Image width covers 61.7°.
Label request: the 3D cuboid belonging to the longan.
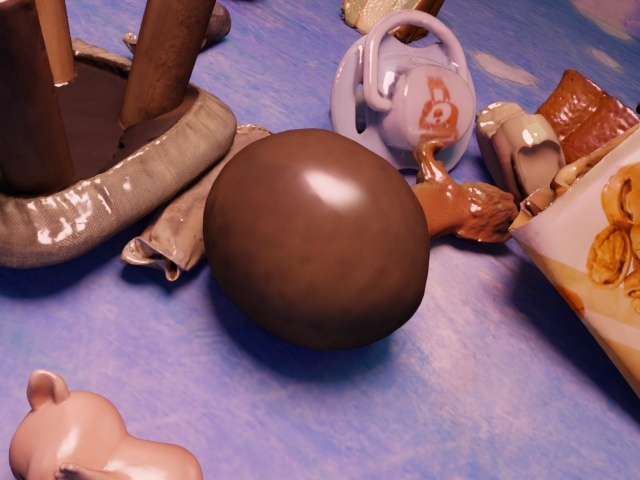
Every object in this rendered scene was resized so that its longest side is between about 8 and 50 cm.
[{"bbox_3d":[0.000,0.000,0.485,0.220,0.196,0.196,39,41,-3],"label":"longan"}]

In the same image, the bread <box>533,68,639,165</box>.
[{"bbox_3d":[0.441,-0.135,0.848,0.247,0.135,0.232,56,18,20],"label":"bread"}]

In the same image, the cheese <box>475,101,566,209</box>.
[{"bbox_3d":[0.290,-0.152,0.845,0.082,0.163,0.286,-22,28,7],"label":"cheese"}]

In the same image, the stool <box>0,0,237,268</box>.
[{"bbox_3d":[-0.256,-0.176,0.483,0.310,0.226,0.310,26,43,12],"label":"stool"}]

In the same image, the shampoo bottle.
[{"bbox_3d":[-0.209,-0.310,0.806,0.063,0.057,0.208,30,40,4],"label":"shampoo bottle"}]

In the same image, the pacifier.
[{"bbox_3d":[0.103,-0.206,0.795,0.279,0.227,0.207,-6,9,-35],"label":"pacifier"}]

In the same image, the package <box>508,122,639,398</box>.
[{"bbox_3d":[0.369,0.054,0.636,0.221,0.165,0.311,-40,88,-11],"label":"package"}]

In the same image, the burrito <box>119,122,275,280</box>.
[{"bbox_3d":[-0.115,-0.049,0.578,0.082,0.059,0.275,20,40,4],"label":"burrito"}]

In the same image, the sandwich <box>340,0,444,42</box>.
[{"bbox_3d":[0.177,-0.555,1.155,0.155,0.198,0.227,37,41,12],"label":"sandwich"}]

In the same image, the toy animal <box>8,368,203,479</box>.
[{"bbox_3d":[-0.133,0.148,0.345,0.150,0.083,0.089,37,27,-4],"label":"toy animal"}]

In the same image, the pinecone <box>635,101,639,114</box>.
[{"bbox_3d":[0.784,-0.174,0.965,0.397,0.398,0.398,14,42,-13],"label":"pinecone"}]

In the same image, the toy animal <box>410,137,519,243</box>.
[{"bbox_3d":[0.136,-0.041,0.675,0.312,0.097,0.157,-17,62,-37],"label":"toy animal"}]
